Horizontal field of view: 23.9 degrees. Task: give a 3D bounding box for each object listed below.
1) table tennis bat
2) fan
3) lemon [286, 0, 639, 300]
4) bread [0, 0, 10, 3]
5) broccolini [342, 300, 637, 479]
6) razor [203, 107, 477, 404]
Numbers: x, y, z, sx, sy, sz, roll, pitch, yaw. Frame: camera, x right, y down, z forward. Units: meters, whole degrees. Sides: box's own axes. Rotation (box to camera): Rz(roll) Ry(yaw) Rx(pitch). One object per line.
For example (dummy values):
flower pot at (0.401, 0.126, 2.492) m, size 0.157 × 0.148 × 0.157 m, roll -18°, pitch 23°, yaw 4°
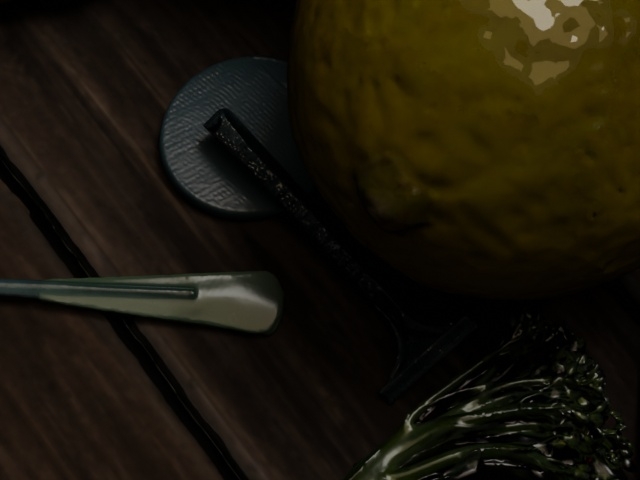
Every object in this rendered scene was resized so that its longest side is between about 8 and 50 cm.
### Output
table tennis bat at (-0.026, -0.073, 0.890) m, size 0.100 × 0.019 × 0.155 m, roll 44°, pitch 66°, yaw 11°
fan at (-0.115, 0.030, 0.823) m, size 0.193 × 0.016 × 0.038 m, roll 3°, pitch 66°, yaw -9°
lemon at (0.107, -0.092, 0.790) m, size 0.267 × 0.267 × 0.267 m, roll 4°, pitch 63°, yaw -8°
bread at (-0.310, -0.221, 0.830) m, size 0.375 × 0.165 × 0.236 m, roll -17°, pitch 72°, yaw -18°
broccolini at (0.063, 0.155, 0.781) m, size 0.123 × 0.062 × 0.271 m, roll 40°, pitch 71°, yaw 16°
razor at (0.001, 0.000, 0.846) m, size 0.066 × 0.033 × 0.190 m, roll -44°, pitch 81°, yaw 10°
